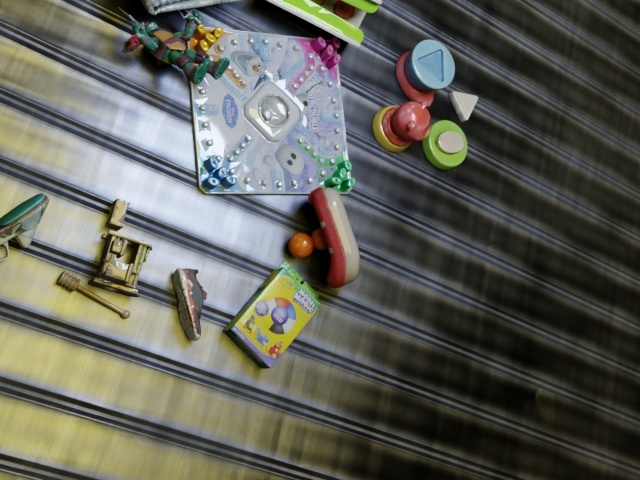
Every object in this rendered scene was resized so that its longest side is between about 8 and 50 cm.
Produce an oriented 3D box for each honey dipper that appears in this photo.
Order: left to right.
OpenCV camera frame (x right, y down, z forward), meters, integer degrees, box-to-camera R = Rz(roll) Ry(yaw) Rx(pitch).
[{"bbox_3d":[-0.452,0.113,1.629,0.160,0.030,0.030,33,67,-21],"label":"honey dipper"}]

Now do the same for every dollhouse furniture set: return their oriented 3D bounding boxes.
[{"bbox_3d":[-0.372,0.008,1.616,0.101,0.161,0.182,20,72,-24],"label":"dollhouse furniture set"}]

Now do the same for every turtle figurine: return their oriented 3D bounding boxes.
[{"bbox_3d":[-0.318,-0.430,1.748,0.234,0.118,0.175,40,51,11],"label":"turtle figurine"}]

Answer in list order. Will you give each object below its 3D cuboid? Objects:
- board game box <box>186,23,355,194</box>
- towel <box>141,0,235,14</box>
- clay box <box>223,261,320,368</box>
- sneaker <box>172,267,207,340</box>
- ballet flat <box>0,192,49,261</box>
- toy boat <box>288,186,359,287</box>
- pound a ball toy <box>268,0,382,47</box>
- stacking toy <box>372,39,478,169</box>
[{"bbox_3d":[-0.107,-0.302,1.884,0.390,0.050,0.390,-2,81,-28],"label":"board game box"},{"bbox_3d":[-0.308,-0.643,1.789,0.324,0.056,0.312,-24,73,-31],"label":"towel"},{"bbox_3d":[-0.096,0.160,1.799,0.127,0.053,0.222,46,64,-14],"label":"clay box"},{"bbox_3d":[-0.263,0.131,1.712,0.064,0.061,0.158,-8,85,-36],"label":"sneaker"},{"bbox_3d":[-0.608,-0.006,1.550,0.221,0.077,0.079,-35,116,-24],"label":"ballet flat"},{"bbox_3d":[0.000,0.000,1.852,0.151,0.151,0.231,-19,89,0],"label":"toy boat"},{"bbox_3d":[0.033,-0.610,1.941,0.319,0.136,0.208,21,107,-20],"label":"pound a ball toy"},{"bbox_3d":[0.306,-0.344,2.069,0.279,0.130,0.309,26,69,-21],"label":"stacking toy"}]
